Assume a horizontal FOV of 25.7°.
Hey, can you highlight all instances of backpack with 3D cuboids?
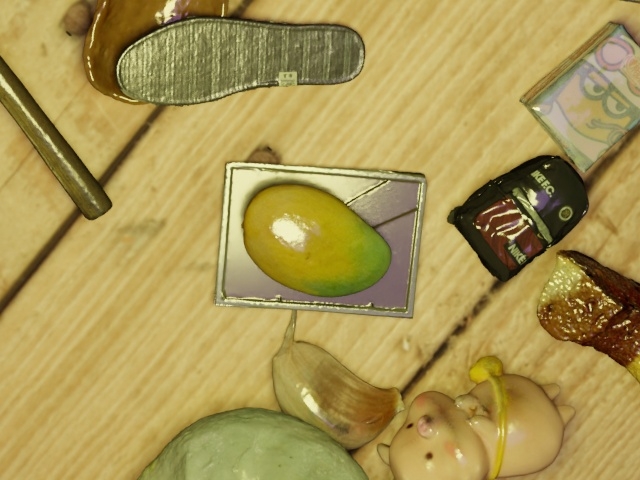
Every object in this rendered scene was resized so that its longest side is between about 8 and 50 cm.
[{"bbox_3d":[0.255,-0.034,1.753,0.165,0.106,0.120,-40,99,7],"label":"backpack"}]

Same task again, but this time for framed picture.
[{"bbox_3d":[0.000,0.000,1.771,0.260,0.023,0.189,3,98,-6],"label":"framed picture"}]

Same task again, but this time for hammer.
[{"bbox_3d":[-0.388,-0.200,1.646,0.044,0.168,0.440,-32,112,5],"label":"hammer"}]

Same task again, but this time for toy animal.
[{"bbox_3d":[0.203,0.245,1.788,0.248,0.165,0.149,-23,124,-7],"label":"toy animal"}]

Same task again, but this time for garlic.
[{"bbox_3d":[0.003,0.185,1.797,0.198,0.090,0.128,41,72,-4],"label":"garlic"}]

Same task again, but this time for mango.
[{"bbox_3d":[-0.004,0.003,1.721,0.195,0.092,0.130,14,97,-17],"label":"mango"}]

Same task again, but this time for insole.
[{"bbox_3d":[-0.094,-0.217,1.699,0.309,0.012,0.110,-3,106,-16],"label":"insole"}]

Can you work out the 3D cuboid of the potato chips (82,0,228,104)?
[{"bbox_3d":[-0.199,-0.259,1.687,0.150,0.049,0.201,21,100,-22],"label":"potato chips"}]

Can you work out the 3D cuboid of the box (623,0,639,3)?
[{"bbox_3d":[0.401,-0.345,1.704,0.177,0.111,0.111,7,101,-8],"label":"box"}]

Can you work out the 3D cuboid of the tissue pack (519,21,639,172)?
[{"bbox_3d":[0.345,-0.180,1.752,0.155,0.065,0.115,-42,105,3],"label":"tissue pack"}]

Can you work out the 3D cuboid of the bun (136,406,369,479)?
[{"bbox_3d":[-0.082,0.392,1.730,0.362,0.211,0.362,4,109,11],"label":"bun"}]

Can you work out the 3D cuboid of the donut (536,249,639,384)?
[{"bbox_3d":[0.403,0.122,1.793,0.295,0.151,0.112,41,113,6],"label":"donut"}]

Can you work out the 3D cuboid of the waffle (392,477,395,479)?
[{"bbox_3d":[0.080,0.411,1.858,0.229,0.057,0.219,1,102,-5],"label":"waffle"}]
